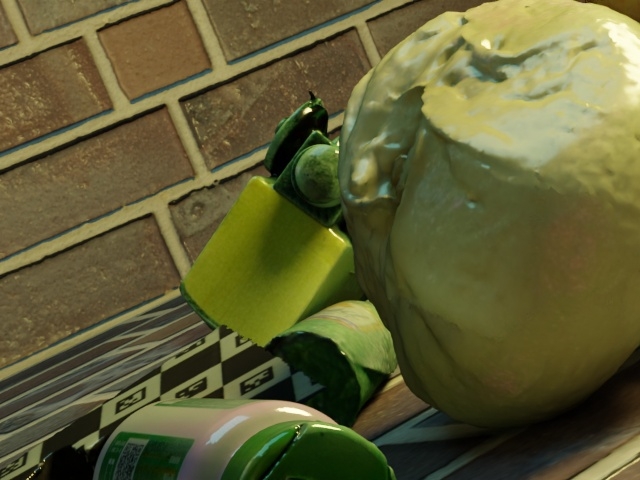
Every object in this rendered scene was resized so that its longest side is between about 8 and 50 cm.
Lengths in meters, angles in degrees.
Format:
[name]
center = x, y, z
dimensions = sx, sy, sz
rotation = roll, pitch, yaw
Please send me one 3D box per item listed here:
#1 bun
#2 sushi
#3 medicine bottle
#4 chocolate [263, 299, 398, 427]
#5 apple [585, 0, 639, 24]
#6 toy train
[bun]
center = 0.126, -0.027, 1.394
dimensions = 0.213, 0.361, 0.361
rotation = 10, -5, -17
[sushi]
center = -0.164, 0.213, 1.542
dimensions = 0.339, 0.069, 0.320
rotation = -33, 16, -12
[medicine bottle]
center = -0.050, 0.167, 1.181
dimensions = 0.133, 0.133, 0.274
rotation = -24, 4, -23
[chocolate]
center = 0.023, 0.106, 1.731
dimensions = 0.110, 0.110, 0.291
rotation = -21, 3, 17
[apple]
center = 0.410, -0.185, 1.486
dimensions = 0.391, 0.391, 0.346
rotation = -23, 32, -11
[toy train]
center = 0.000, 0.000, 1.899
dimensions = 0.253, 0.160, 0.397
rotation = -56, -12, 2
